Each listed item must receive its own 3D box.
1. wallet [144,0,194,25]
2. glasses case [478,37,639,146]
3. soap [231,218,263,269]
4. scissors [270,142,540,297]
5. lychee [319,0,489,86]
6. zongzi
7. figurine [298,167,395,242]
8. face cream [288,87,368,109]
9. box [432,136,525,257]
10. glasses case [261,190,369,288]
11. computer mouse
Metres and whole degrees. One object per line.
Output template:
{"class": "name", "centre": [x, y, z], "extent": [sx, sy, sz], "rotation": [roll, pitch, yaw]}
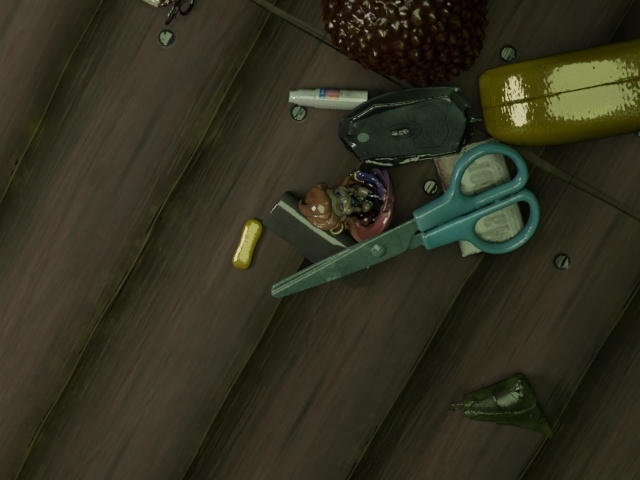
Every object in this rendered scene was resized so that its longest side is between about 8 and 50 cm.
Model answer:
{"class": "wallet", "centre": [-0.274, -0.549, 1.786], "extent": [0.275, 0.068, 0.335], "rotation": [27, 91, -4]}
{"class": "glasses case", "centre": [0.437, -0.229, 1.726], "extent": [0.371, 0.173, 0.141], "rotation": [-11, 93, 4]}
{"class": "soap", "centre": [-0.122, 0.006, 1.868], "extent": [0.034, 0.012, 0.089], "rotation": [21, 98, 0]}
{"class": "scissors", "centre": [0.128, -0.003, 1.765], "extent": [0.447, 0.029, 0.192], "rotation": [-23, 118, 1]}
{"class": "lychee", "centre": [0.143, -0.352, 1.706], "extent": [0.271, 0.271, 0.271], "rotation": [0, 97, 3]}
{"class": "zongzi", "centre": [0.296, 0.303, 1.866], "extent": [0.154, 0.062, 0.130], "rotation": [-25, 107, 12]}
{"class": "figurine", "centre": [0.042, -0.051, 1.798], "extent": [0.157, 0.114, 0.126], "rotation": [-14, 80, -13]}
{"class": "face cream", "centre": [0.012, -0.231, 1.821], "extent": [0.130, 0.034, 0.034], "rotation": [3, 97, 4]}
{"class": "box", "centre": [0.261, -0.070, 1.826], "extent": [0.115, 0.036, 0.177], "rotation": [-17, 96, 6]}
{"class": "glasses case", "centre": [-0.002, -0.001, 1.849], "extent": [0.191, 0.042, 0.072], "rotation": [35, 105, -1]}
{"class": "computer mouse", "centre": [0.141, -0.192, 1.787], "extent": [0.231, 0.071, 0.126], "rotation": [-10, 129, 11]}
